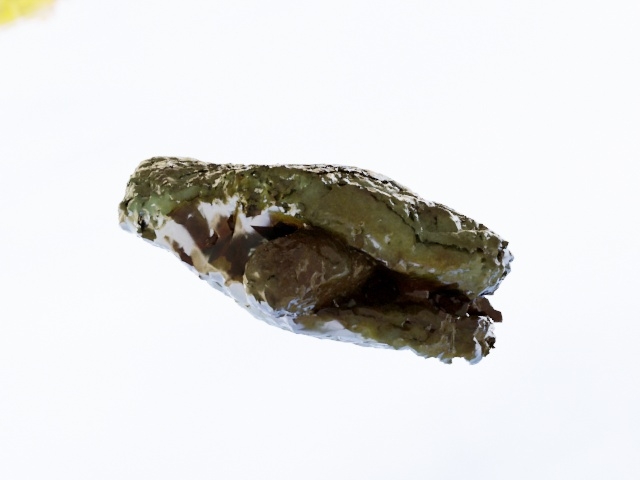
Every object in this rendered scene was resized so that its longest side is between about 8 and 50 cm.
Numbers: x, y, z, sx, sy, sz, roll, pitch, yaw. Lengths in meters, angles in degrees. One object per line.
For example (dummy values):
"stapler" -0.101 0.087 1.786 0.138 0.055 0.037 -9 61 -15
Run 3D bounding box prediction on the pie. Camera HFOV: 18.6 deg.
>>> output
"pie" -0.001 -0.003 2.102 0.395 0.180 0.418 15 -174 -33
